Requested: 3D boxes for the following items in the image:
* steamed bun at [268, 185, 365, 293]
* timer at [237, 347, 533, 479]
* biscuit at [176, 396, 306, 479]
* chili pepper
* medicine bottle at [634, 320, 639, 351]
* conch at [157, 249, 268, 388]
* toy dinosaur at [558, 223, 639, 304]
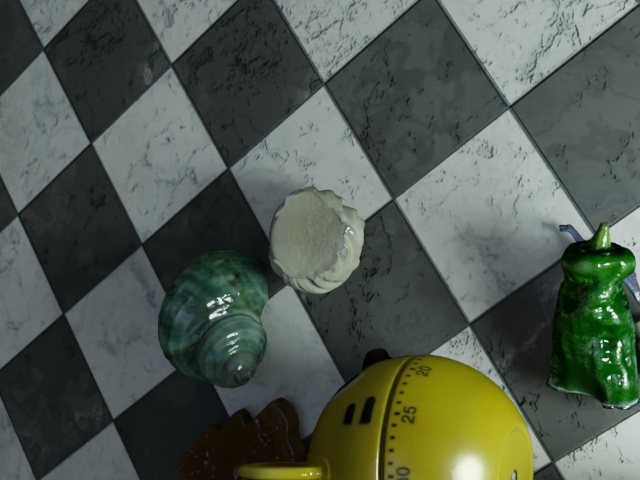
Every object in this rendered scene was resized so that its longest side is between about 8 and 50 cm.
[{"bbox_3d":[0.000,0.000,1.849,0.183,0.106,0.183,-2,87,28],"label":"steamed bun"},{"bbox_3d":[0.108,0.334,1.622,0.387,0.376,0.376,-1,87,26],"label":"timer"},{"bbox_3d":[-0.132,0.410,1.949,0.301,0.043,0.278,5,93,33],"label":"biscuit"},{"bbox_3d":[0.396,0.101,1.564,0.136,0.099,0.270,23,126,48],"label":"chili pepper"},{"bbox_3d":[0.487,0.155,1.569,0.052,0.052,0.089,-24,76,29],"label":"medicine bottle"},{"bbox_3d":[-0.180,0.154,1.928,0.220,0.195,0.277,-24,46,0],"label":"conch"},{"bbox_3d":[0.422,0.045,1.619,0.197,0.045,0.080,44,115,29],"label":"toy dinosaur"}]
